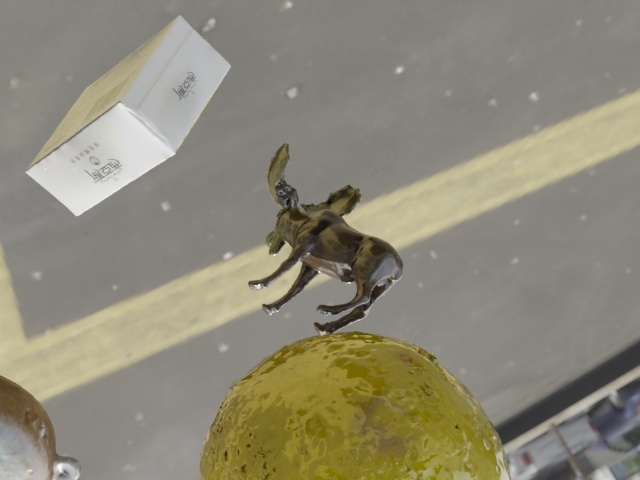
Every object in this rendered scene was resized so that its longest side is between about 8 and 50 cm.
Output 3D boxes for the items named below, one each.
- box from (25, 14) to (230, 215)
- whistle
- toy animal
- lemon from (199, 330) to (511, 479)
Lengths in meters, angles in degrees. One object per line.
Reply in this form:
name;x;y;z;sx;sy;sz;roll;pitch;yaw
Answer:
box;-0.270;-0.171;1.590;0.260;0.111;0.194;-27;-152;45
whistle;-0.243;0.110;0.634;0.220;0.057;0.107;9;125;-11
toy animal;0.000;0.000;1.202;0.186;0.214;0.094;-56;146;-21
lemon;0.035;0.210;0.992;0.257;0.310;0.258;-10;109;-29
